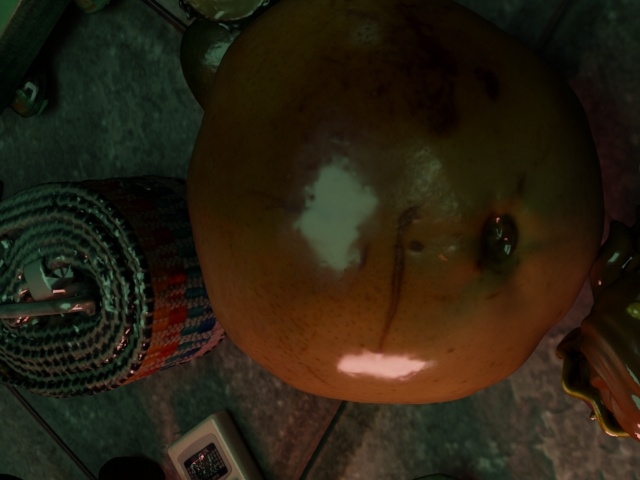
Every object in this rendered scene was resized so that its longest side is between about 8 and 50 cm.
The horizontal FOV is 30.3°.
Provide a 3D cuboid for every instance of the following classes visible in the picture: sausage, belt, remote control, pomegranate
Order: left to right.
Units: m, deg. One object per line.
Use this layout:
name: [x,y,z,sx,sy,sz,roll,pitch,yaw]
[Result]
belt: [-0.235,0.043,1.149,0.295,0.160,0.207,-2,97,37]
sausage: [-0.074,-0.226,0.949,0.083,0.264,0.083,-1,109,-3]
remote control: [-0.080,0.266,1.155,0.087,0.029,0.190,-38,76,36]
pomegranate: [0.045,-0.035,0.848,0.319,0.319,0.319,8,103,36]

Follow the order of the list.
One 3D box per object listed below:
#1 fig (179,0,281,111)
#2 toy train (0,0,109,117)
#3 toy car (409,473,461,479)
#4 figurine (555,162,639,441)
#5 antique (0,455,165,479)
fig: [-0.027,-0.160,0.994,0.177,0.117,0.117,-17,88,23]
toy train: [-0.318,-0.254,1.202,0.285,0.116,0.177,-49,56,34]
toy car: [0.083,0.346,0.985,0.125,0.136,0.306,-10,91,60]
figurine: [0.255,0.031,0.789,0.189,0.142,0.263,-122,44,-55]
antique: [-0.287,0.372,1.150,0.185,0.322,0.255,35,119,47]
